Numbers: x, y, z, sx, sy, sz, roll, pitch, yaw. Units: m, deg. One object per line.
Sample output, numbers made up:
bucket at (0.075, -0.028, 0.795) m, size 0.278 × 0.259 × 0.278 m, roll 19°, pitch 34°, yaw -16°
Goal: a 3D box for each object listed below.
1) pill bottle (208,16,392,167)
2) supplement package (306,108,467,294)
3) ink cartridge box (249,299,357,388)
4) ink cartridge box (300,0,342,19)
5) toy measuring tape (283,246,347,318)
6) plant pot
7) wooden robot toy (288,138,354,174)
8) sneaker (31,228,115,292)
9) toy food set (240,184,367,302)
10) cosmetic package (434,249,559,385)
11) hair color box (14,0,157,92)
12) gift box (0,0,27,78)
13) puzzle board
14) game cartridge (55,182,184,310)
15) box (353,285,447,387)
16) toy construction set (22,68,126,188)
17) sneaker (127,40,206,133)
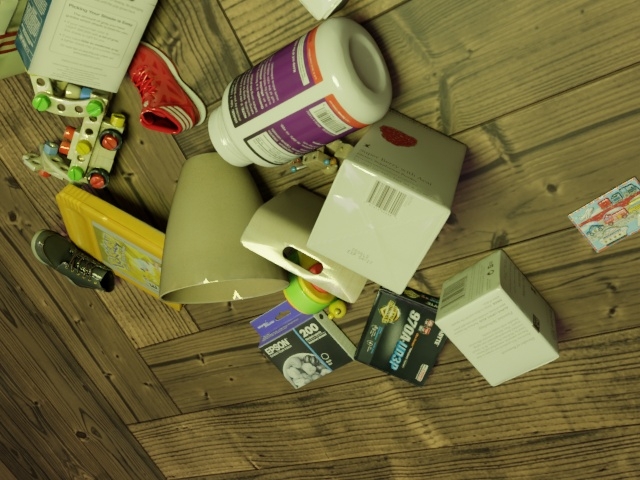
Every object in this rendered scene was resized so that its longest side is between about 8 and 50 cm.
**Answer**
pill bottle at (-0.047, -0.243, 0.989) m, size 0.323 × 0.181 × 0.181 m, roll -18°, pitch 111°, yaw 36°
supplement package at (0.124, -0.083, 0.961) m, size 0.177 × 0.293 × 0.175 m, roll 27°, pitch 123°, yaw 4°
ink cartridge box at (-0.049, 0.246, 1.358) m, size 0.206 × 0.045 × 0.208 m, roll -34°, pitch 101°, yaw 32°
ink cartridge box at (-0.017, -0.537, 0.855) m, size 0.306 × 0.131 × 0.226 m, roll 46°, pitch 122°, yaw -10°
toy measuring tape at (-0.068, 0.061, 1.219) m, size 0.330 × 0.121 × 0.121 m, roll 44°, pitch 123°, yaw -7°
plant pot at (-0.202, -0.028, 1.127) m, size 0.256 × 0.256 × 0.274 m, roll -13°, pitch 76°, yaw 26°
wooden robot toy at (0.014, -0.165, 1.101) m, size 0.173 × 0.076 × 0.079 m, roll -4°, pitch 158°, yaw 44°
sneaker at (-0.592, 0.050, 1.358) m, size 0.118 × 0.083 × 0.222 m, roll 11°, pitch 153°, yaw 22°
toy food set at (0.000, 0.000, 1.053) m, size 0.219 × 0.306 × 0.092 m, roll 28°, pitch 110°, yaw 4°
cosmetic package at (0.347, 0.152, 1.098) m, size 0.151 × 0.151 × 0.184 m, roll -37°, pitch 102°, yaw 32°
hair color box at (-0.394, -0.448, 0.987) m, size 0.347 × 0.174 × 0.105 m, roll -52°, pitch 58°, yaw 28°
gift box at (-0.653, -0.474, 1.043) m, size 0.255 × 0.258 × 0.276 m, roll 39°, pitch 124°, yaw -5°
puzzle board at (0.533, -0.043, 1.006) m, size 0.128 × 0.011 × 0.096 m, roll -36°, pitch 101°, yaw 32°
game cartridge at (-0.458, 0.024, 1.312) m, size 0.323 × 0.053 × 0.285 m, roll 27°, pitch 148°, yaw 3°
box at (0.186, 0.209, 1.248) m, size 0.175 × 0.051 × 0.220 m, roll 21°, pitch 122°, yaw 7°
toy construction set at (-0.542, -0.230, 1.204) m, size 0.215 × 0.151 × 0.328 m, roll 19°, pitch 135°, yaw -21°
sneaker at (-0.336, -0.303, 1.102) m, size 0.221 × 0.128 × 0.087 m, roll 41°, pitch 123°, yaw -6°
